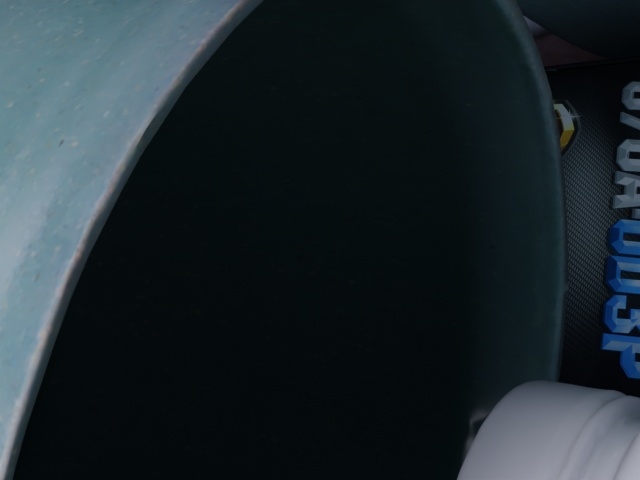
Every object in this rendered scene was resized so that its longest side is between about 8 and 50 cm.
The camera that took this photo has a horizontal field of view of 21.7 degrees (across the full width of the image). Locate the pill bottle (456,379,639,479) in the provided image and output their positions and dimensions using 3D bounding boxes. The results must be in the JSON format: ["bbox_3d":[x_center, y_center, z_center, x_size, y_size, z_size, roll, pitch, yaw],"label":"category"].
[{"bbox_3d":[0.146,0.105,0.465,0.209,0.119,0.119,9,45,31],"label":"pill bottle"}]

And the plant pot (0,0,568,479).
[{"bbox_3d":[-0.076,0.050,0.471,0.196,0.293,0.293,12,47,27],"label":"plant pot"}]

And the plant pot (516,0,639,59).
[{"bbox_3d":[0.158,-0.198,0.767,0.290,0.195,0.290,-12,38,10],"label":"plant pot"}]

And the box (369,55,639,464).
[{"bbox_3d":[0.123,0.009,0.646,0.175,0.051,0.220,-5,40,19],"label":"box"}]
